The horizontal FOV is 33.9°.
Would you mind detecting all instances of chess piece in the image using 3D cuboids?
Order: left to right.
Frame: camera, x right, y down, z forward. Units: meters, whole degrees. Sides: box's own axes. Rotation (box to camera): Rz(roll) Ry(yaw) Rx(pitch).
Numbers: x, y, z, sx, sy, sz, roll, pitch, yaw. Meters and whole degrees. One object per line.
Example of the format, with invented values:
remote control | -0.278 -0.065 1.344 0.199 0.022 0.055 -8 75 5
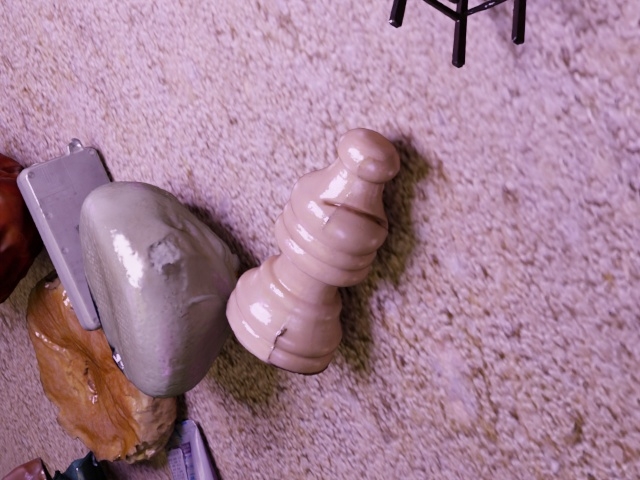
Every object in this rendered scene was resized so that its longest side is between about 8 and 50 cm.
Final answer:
chess piece | 0.000 0.000 1.175 0.139 0.124 0.307 -110 34 -43

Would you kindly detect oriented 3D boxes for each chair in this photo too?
chair | 0.129 -0.277 0.937 0.084 0.101 0.213 -13 63 46

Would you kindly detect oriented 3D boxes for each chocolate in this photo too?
chocolate | -0.459 0.460 1.719 0.148 0.093 0.214 57 164 30

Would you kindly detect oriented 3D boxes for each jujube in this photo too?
jujube | -0.554 -0.024 1.568 0.377 0.276 0.277 -161 53 -70

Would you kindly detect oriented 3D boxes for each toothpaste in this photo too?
toothpaste | -0.168 0.418 1.580 0.114 0.073 0.299 -27 81 52

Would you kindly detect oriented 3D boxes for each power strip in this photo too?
power strip | -0.326 -0.005 1.478 0.046 0.118 0.271 -16 98 59

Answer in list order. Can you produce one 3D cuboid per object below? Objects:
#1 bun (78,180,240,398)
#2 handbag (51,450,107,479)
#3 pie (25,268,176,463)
bun | -0.195 0.050 1.351 0.283 0.179 0.283 46 145 46
handbag | -0.336 0.508 1.703 0.327 0.089 0.238 66 169 0
pie | -0.345 0.196 1.623 0.339 0.083 0.340 21 121 39
